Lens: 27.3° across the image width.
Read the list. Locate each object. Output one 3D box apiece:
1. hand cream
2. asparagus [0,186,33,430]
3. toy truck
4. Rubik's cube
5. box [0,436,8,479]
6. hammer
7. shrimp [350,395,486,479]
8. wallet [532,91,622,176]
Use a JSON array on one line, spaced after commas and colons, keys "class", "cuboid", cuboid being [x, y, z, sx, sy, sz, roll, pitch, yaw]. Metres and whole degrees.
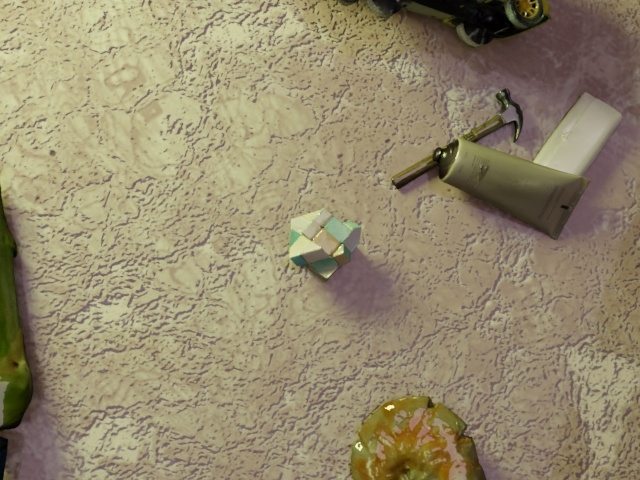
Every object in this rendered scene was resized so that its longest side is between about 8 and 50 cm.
[{"class": "hand cream", "cuboid": [0.220, -0.070, 1.568, 0.186, 0.054, 0.087, 22, 113, -10]}, {"class": "asparagus", "cuboid": [-0.383, 0.049, 1.499, 0.082, 0.085, 0.343, -11, 80, 6]}, {"class": "toy truck", "cuboid": [0.137, -0.333, 1.518, 0.272, 0.124, 0.157, 14, 78, -26]}, {"class": "Rubik's cube", "cuboid": [0.001, 0.003, 1.540, 0.084, 0.073, 0.075, 23, 82, -4]}, {"class": "box", "cuboid": [-0.503, 0.328, 1.422, 0.279, 0.116, 0.261, 8, 89, 0]}, {"class": "hammer", "cuboid": [0.167, -0.112, 1.595, 0.182, 0.017, 0.062, -32, 88, -5]}, {"class": "shrimp", "cuboid": [0.134, 0.325, 1.532, 0.154, 0.062, 0.294, -23, 84, 6]}, {"class": "wallet", "cuboid": [0.312, -0.118, 1.603, 0.061, 0.025, 0.122, 36, 83, 6]}]
